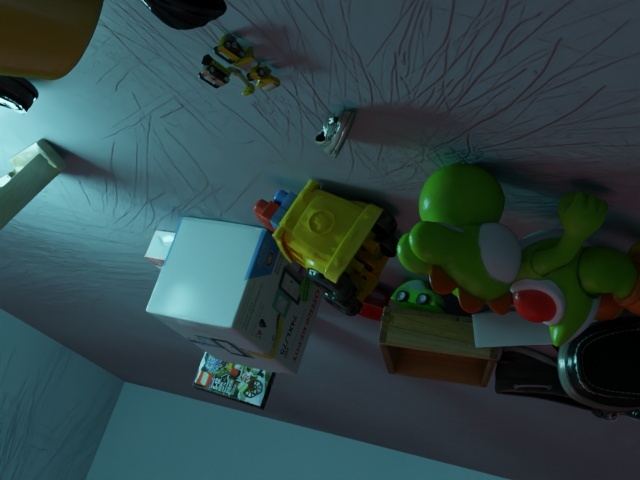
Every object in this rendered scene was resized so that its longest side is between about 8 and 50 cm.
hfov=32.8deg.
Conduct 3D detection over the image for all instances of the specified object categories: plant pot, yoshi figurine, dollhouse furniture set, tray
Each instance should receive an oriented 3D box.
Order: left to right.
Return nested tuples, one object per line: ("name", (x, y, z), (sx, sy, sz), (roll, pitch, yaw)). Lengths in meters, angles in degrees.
("dollhouse furniture set", (-0.681, -0.177, 1.868), (0.394, 0.256, 0.362), (49, 152, -17))
("plant pot", (-0.368, -0.277, 1.142), (0.239, 0.254, 0.254), (15, 168, -36))
("tray", (0.224, 0.204, 2.043), (0.203, 0.076, 0.411), (8, 166, 8))
("yoshi figurine", (0.271, -0.005, 1.436), (0.362, 0.203, 0.203), (12, -154, -23))

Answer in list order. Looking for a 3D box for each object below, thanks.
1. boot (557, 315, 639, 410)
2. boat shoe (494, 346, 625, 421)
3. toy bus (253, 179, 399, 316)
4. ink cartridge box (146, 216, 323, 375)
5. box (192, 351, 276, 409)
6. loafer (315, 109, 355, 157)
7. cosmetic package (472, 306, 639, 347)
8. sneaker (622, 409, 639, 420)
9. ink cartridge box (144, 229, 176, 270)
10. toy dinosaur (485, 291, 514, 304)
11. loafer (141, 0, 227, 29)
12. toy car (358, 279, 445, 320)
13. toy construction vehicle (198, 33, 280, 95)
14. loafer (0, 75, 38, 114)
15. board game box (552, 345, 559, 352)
("boot", (0.543, 0.150, 1.470), (0.377, 0.138, 0.284), (4, 165, -20))
("boat shoe", (0.498, 0.302, 2.112), (0.335, 0.095, 0.112), (18, 162, 4))
("toy bus", (0.000, 0.000, 1.713), (0.211, 0.149, 0.220), (28, 167, 17))
("ink cartridge box", (-0.153, 0.109, 2.064), (0.197, 0.198, 0.270), (8, 159, 29))
("box", (-0.162, 0.234, 2.373), (0.159, 0.233, 0.044), (15, 162, 11))
("loafer", (0.016, -0.142, 1.426), (0.039, 0.045, 0.125), (27, 164, 0))
("cosmetic package", (0.367, 0.131, 1.701), (0.239, 0.060, 0.099), (-7, -179, 36))
("sneaker", (0.645, 0.288, 1.928), (0.271, 0.100, 0.108), (1, 159, 43))
("ink cartridge box", (-0.250, 0.055, 2.217), (0.115, 0.067, 0.198), (8, 157, 33))
("toy dinosaur", (0.297, 0.075, 1.734), (0.118, 0.064, 0.268), (21, 166, -25))
("loafer", (-0.184, -0.297, 1.143), (0.078, 0.076, 0.223), (-1, 158, 35))
("toy car", (0.128, 0.092, 1.962), (0.225, 0.053, 0.239), (7, 158, 33))
("toy construction vehicle", (-0.103, -0.218, 1.353), (0.098, 0.035, 0.086), (29, 149, -33))
("loafer", (-0.579, -0.252, 1.628), (0.302, 0.095, 0.109), (26, 161, -18))
("board game box", (0.465, 0.164, 1.837), (0.165, 0.042, 0.243), (6, 157, 34))
